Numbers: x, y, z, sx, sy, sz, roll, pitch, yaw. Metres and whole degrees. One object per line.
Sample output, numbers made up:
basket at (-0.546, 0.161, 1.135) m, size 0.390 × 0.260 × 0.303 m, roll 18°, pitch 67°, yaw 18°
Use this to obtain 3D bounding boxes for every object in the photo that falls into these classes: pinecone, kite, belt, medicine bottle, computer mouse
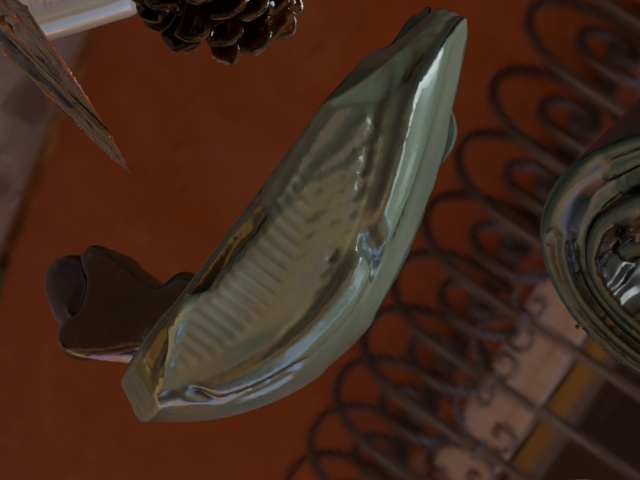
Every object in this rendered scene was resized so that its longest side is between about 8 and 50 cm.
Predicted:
pinecone at (-0.112, -0.283, 1.628) m, size 0.212 × 0.185 × 0.169 m, roll 60°, pitch 36°, yaw -46°
kite at (-0.284, -0.201, 1.480) m, size 0.013 × 0.377 × 0.327 m, roll -42°, pitch -162°, yaw -9°
belt at (0.383, -0.004, 1.355) m, size 0.173 × 0.300 × 0.436 m, roll -41°, pitch -161°, yaw -27°
medicine bottle at (-0.269, -0.318, 2.027) m, size 0.252 × 0.114 × 0.114 m, roll -16°, pitch 161°, yaw 0°
computer mouse at (0.004, 0.000, 1.397) m, size 0.429 × 0.145 × 0.228 m, roll -53°, pitch 178°, yaw 4°

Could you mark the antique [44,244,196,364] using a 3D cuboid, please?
antique at (-0.170, 0.090, 1.748) m, size 0.143 × 0.256 × 0.121 m, roll 116°, pitch -7°, yaw -81°
